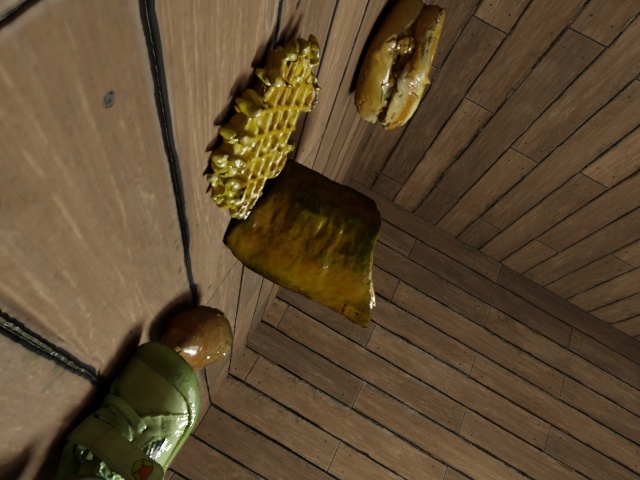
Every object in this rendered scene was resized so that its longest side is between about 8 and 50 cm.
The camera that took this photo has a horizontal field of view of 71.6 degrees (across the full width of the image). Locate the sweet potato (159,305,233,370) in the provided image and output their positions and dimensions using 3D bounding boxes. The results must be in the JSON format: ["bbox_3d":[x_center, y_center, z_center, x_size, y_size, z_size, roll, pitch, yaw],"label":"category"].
[{"bbox_3d":[-0.213,0.179,0.826,0.109,0.109,0.385,-60,179,-12],"label":"sweet potato"}]

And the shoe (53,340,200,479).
[{"bbox_3d":[-0.252,0.271,0.588,0.262,0.140,0.128,-63,173,8],"label":"shoe"}]

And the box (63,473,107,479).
[{"bbox_3d":[-0.266,0.381,0.393,0.274,0.138,0.178,-47,-151,-25],"label":"box"}]

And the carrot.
[{"bbox_3d":[0.000,0.000,0.873,0.241,0.341,0.241,-55,-163,25],"label":"carrot"}]

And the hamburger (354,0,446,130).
[{"bbox_3d":[0.206,-0.448,1.138,0.284,0.174,0.304,-61,178,-21],"label":"hamburger"}]

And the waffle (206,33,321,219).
[{"bbox_3d":[-0.068,-0.143,0.576,0.228,0.051,0.231,-56,176,-19],"label":"waffle"}]
